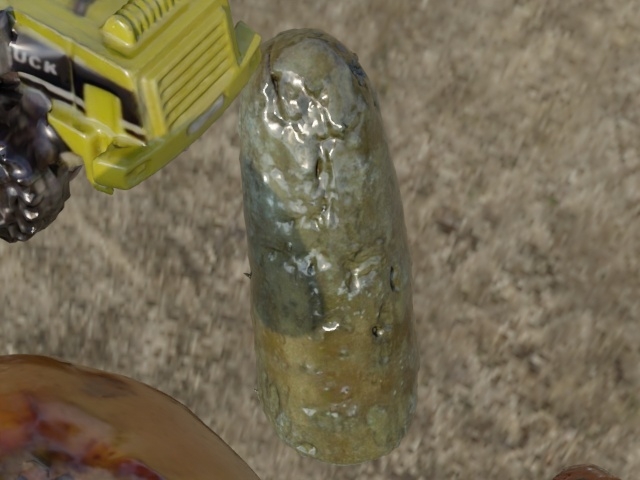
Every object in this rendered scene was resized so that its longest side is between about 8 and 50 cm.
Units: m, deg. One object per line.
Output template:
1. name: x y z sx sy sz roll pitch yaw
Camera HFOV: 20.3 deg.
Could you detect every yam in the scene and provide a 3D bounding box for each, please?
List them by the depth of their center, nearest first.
1. yam: 0.000 0.000 1.323 0.133 0.330 0.133 -6 30 3

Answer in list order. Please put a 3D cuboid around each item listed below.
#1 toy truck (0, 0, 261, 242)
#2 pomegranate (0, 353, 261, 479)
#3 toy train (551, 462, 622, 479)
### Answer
1. toy truck: -0.162 -0.106 0.749 0.285 0.111 0.136 24 50 22
2. pomegranate: -0.092 0.129 0.483 0.207 0.207 0.207 5 57 -8
3. toy train: 0.106 0.235 1.017 0.409 0.089 0.086 -30 100 -54
